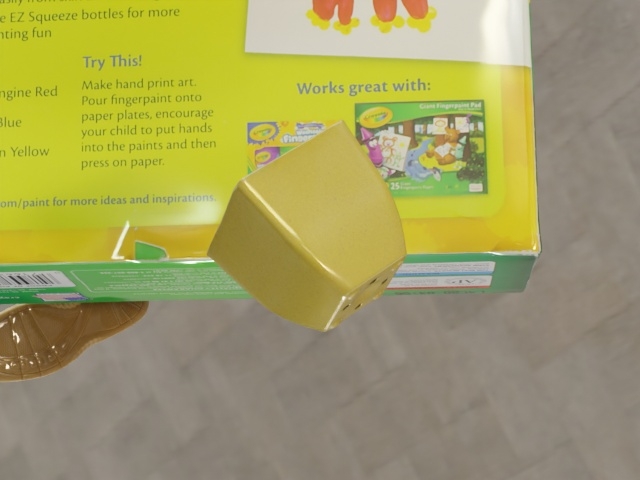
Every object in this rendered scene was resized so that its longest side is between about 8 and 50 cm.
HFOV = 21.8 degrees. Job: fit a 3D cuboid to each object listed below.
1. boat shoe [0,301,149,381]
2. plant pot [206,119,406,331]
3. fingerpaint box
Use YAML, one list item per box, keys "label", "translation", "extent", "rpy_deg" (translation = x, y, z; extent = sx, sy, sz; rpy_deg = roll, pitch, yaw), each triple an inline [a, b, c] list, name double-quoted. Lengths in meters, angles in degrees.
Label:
- label: "boat shoe"
  translation: [-0.219, 0.070, 1.343]
  extent: [0.059, 0.170, 0.063]
  rpy_deg: [-5, 102, 51]
- label: "plant pot"
  translation: [0.000, 0.000, 0.924]
  extent: [0.083, 0.081, 0.081]
  rpy_deg: [48, 148, 14]
- label: "fingerpaint box"
  translation: [-0.075, -0.148, 1.200]
  extent: [0.163, 0.445, 0.371]
  rpy_deg: [75, -166, -78]
